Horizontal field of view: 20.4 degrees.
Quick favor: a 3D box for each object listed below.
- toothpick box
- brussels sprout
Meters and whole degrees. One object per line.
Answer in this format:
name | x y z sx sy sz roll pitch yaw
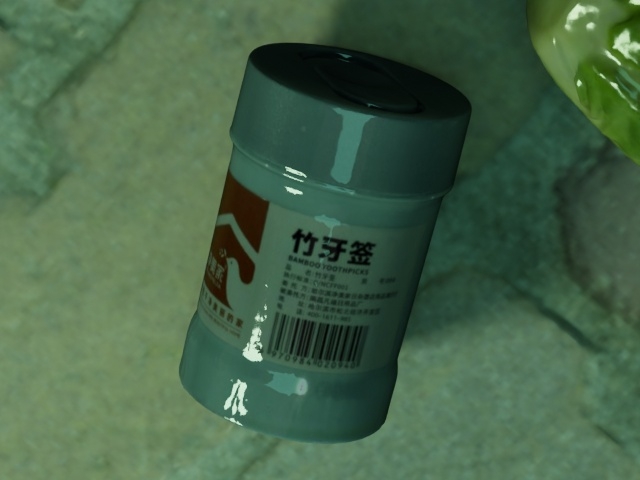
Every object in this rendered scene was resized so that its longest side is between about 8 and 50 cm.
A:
toothpick box | 0.000 0.000 0.789 0.101 0.101 0.153 13 109 -3
brussels sprout | 0.168 -0.091 0.744 0.155 0.117 0.155 -3 116 -6
